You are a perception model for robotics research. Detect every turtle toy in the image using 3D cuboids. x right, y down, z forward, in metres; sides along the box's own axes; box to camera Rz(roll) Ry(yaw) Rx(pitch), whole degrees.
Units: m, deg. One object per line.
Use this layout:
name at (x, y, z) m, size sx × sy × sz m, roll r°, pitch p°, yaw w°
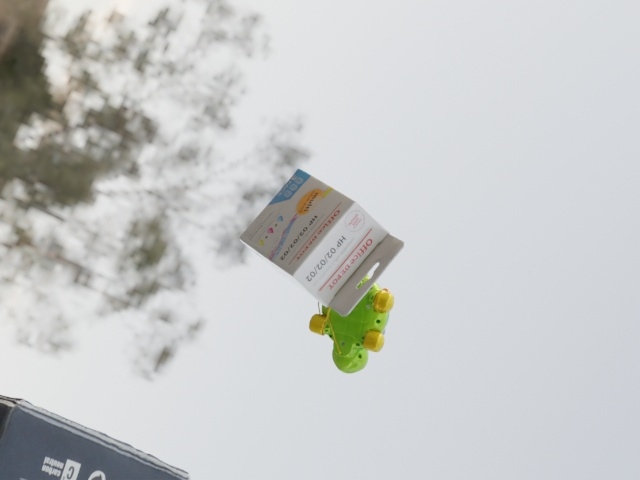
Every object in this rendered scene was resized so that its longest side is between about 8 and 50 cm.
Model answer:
turtle toy at (0.040, 0.096, 1.962) m, size 0.066 × 0.095 × 0.130 m, roll -19°, pitch 124°, yaw -67°

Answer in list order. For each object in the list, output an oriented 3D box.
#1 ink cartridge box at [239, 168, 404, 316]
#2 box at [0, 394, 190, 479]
ink cartridge box at (0.000, 0.000, 1.760) m, size 0.104 × 0.061 × 0.181 m, roll -50°, pitch -149°, yaw -4°
box at (-0.320, 0.297, 1.194) m, size 0.293 × 0.212 × 0.396 m, roll 9°, pitch -105°, yaw 36°
